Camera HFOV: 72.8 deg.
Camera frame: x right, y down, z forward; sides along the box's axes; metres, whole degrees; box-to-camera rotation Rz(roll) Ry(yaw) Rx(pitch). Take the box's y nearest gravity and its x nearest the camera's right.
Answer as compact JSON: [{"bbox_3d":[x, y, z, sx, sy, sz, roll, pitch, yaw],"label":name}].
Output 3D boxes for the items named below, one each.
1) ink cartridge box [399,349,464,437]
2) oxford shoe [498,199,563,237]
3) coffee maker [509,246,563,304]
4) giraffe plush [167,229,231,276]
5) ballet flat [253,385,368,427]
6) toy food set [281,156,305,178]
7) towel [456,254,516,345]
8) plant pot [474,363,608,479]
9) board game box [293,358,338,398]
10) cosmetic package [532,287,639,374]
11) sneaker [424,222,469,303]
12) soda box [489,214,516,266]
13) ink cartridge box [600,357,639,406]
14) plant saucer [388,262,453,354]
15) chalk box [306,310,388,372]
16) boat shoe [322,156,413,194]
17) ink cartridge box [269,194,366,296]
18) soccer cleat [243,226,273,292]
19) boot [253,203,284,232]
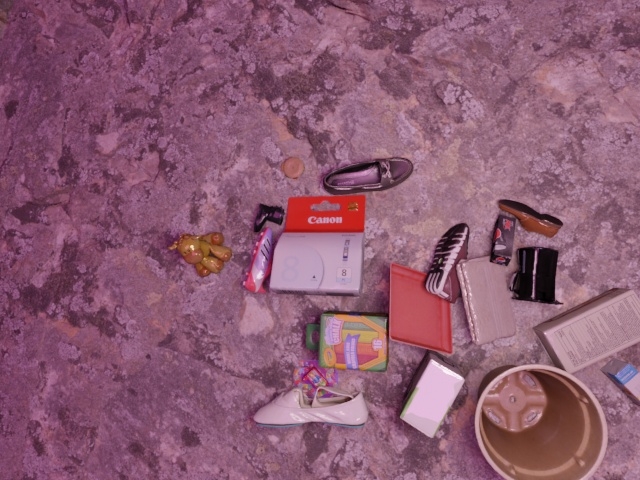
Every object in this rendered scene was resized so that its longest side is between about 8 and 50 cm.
[{"bbox_3d":[0.351,0.471,1.381,0.114,0.273,0.199,28,90,14],"label":"ink cartridge box"},{"bbox_3d":[0.698,-0.072,1.474,0.212,0.076,0.076,32,131,21],"label":"oxford shoe"},{"bbox_3d":[0.712,0.113,1.403,0.171,0.120,0.179,1,84,54],"label":"coffee maker"},{"bbox_3d":[-0.461,0.031,1.623,0.210,0.170,0.181,41,93,11],"label":"giraffe plush"},{"bbox_3d":[-0.034,0.569,1.512,0.399,0.139,0.139,-1,85,4],"label":"ballet flat"},{"bbox_3d":[-0.104,-0.277,1.662,0.083,0.020,0.083,-36,80,5],"label":"toy food set"},{"bbox_3d":[0.546,0.192,1.435,0.187,0.049,0.283,-6,84,-27],"label":"towel"},{"bbox_3d":[0.616,0.516,1.310,0.333,0.305,0.334,-1,85,11],"label":"plant pot"},{"bbox_3d":[-0.021,0.502,1.568,0.168,0.033,0.133,1,85,11],"label":"board game box"},{"bbox_3d":[0.860,0.283,1.377,0.296,0.129,0.153,-27,82,6],"label":"cosmetic package"},{"bbox_3d":[0.472,0.090,1.496,0.162,0.106,0.282,37,71,-19],"label":"sneaker"},{"bbox_3d":[0.609,-0.001,1.450,0.060,0.053,0.169,15,57,11],"label":"soda box"},{"bbox_3d":[0.983,0.462,1.349,0.061,0.104,0.181,-44,79,4],"label":"ink cartridge box"},{"bbox_3d":[0.320,0.229,1.435,0.258,0.047,0.259,18,60,-24],"label":"plant saucer"},{"bbox_3d":[0.088,0.337,1.489,0.288,0.179,0.181,0,84,10],"label":"chalk box"},{"bbox_3d":[0.171,-0.231,1.568,0.334,0.095,0.112,-11,83,9],"label":"boat shoe"},{"bbox_3d":[0.000,0.000,1.530,0.307,0.091,0.386,0,69,14],"label":"ink cartridge box"},{"bbox_3d":[-0.214,0.075,1.628,0.095,0.083,0.248,19,87,-9],"label":"soccer cleat"},{"bbox_3d":[-0.194,-0.079,1.651,0.099,0.045,0.121,15,89,6],"label":"boot"}]
